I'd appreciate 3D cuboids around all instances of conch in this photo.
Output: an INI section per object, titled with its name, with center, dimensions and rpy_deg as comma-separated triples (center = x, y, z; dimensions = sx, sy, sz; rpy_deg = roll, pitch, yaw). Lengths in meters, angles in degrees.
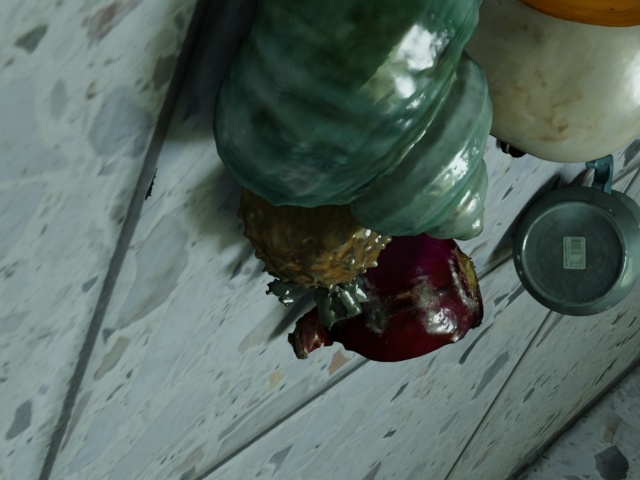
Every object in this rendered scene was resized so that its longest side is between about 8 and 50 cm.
[conch]
center = 0.031, -0.098, 1.007
dimensions = 0.220, 0.277, 0.195
rpy_deg = -26, -151, 15

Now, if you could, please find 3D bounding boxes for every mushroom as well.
[mushroom]
center = 0.210, -0.170, 1.254
dimensions = 0.209, 0.206, 0.206
rpy_deg = -39, 160, -49

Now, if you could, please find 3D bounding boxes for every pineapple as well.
[pineapple]
center = 0.001, 0.000, 1.216
dimensions = 0.128, 0.128, 0.248
rpy_deg = -45, 166, -14

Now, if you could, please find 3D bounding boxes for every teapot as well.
[teapot]
center = 0.362, -0.012, 2.007
dimensions = 0.225, 0.171, 0.203
rpy_deg = -21, 117, -68

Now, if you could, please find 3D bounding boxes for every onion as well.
[onion]
center = 0.054, 0.047, 1.452
dimensions = 0.198, 0.135, 0.173
rpy_deg = -13, -175, 8

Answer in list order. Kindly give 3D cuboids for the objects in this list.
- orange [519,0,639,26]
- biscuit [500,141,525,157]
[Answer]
[orange]
center = 0.198, -0.275, 0.947
dimensions = 0.284, 0.226, 0.284
rpy_deg = -48, 159, -24
[biscuit]
center = 0.235, -0.130, 1.648
dimensions = 0.089, 0.027, 0.087
rpy_deg = -58, 161, 25
